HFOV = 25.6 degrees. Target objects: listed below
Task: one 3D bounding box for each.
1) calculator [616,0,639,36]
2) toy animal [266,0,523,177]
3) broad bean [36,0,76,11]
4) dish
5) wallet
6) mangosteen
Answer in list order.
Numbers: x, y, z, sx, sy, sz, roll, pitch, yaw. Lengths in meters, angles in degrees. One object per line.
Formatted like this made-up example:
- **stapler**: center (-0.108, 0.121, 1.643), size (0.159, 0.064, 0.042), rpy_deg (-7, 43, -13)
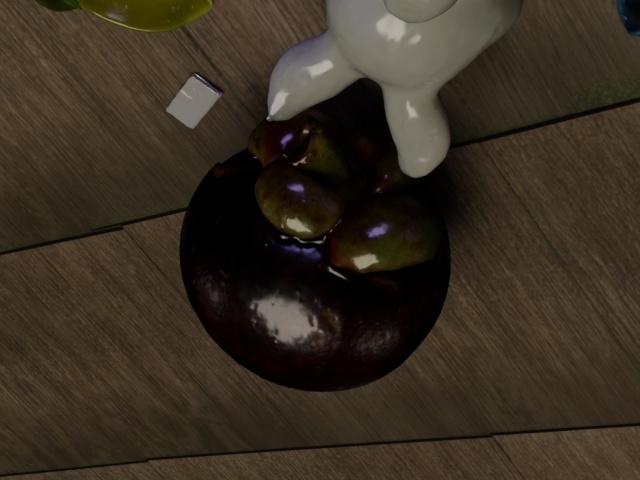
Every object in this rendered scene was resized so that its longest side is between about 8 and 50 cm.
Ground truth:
- **calculator**: center (0.379, -0.238, 1.171), size (0.293, 0.173, 0.051), rpy_deg (-27, 76, 47)
- **toy animal**: center (0.083, -0.221, 1.285), size (0.196, 0.241, 0.368), rpy_deg (28, 143, 1)
- **broad bean**: center (-0.315, -0.341, 1.535), size (0.153, 0.072, 0.207), rpy_deg (-2, 145, 34)
- **dish**: center (-0.204, -0.299, 1.491), size (0.207, 0.080, 0.149), rpy_deg (16, 150, 2)
- **wallet**: center (-0.151, -0.166, 1.678), size (0.044, 0.011, 0.083), rpy_deg (35, 143, -10)
- **mangosteen**: center (0.000, 0.000, 1.549), size (0.306, 0.307, 0.347), rpy_deg (23, 139, 5)
